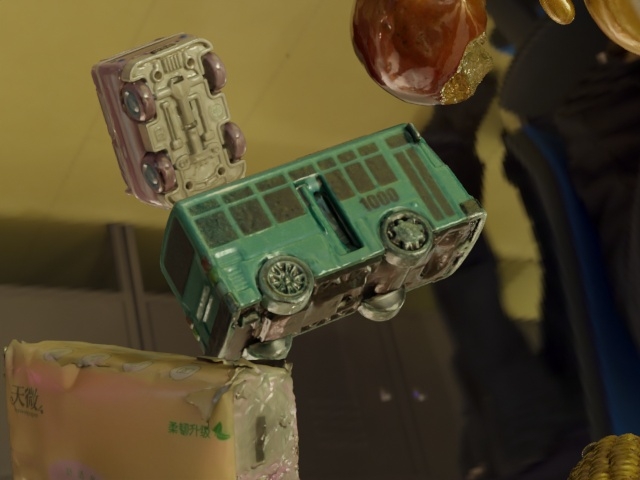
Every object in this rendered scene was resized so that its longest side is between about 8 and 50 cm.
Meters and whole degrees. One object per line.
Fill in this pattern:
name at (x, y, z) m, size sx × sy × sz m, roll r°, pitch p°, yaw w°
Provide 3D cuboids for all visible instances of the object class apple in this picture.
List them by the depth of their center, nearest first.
apple at (0.100, -0.224, 1.434) m, size 0.147 × 0.156 × 0.158 m, roll 2°, pitch 142°, yaw 11°

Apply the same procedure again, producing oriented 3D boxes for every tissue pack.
tissue pack at (-0.135, 0.188, 1.157) m, size 0.256 × 0.215 × 0.123 m, roll 2°, pitch -172°, yaw 37°

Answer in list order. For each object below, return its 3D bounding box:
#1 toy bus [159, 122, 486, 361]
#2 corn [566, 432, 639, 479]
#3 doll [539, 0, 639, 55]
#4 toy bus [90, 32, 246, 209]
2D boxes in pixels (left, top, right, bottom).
toy bus at (0.000, 0.000, 1.237) m, size 0.256 × 0.147 × 0.128 m, roll -21°, pitch 157°, yaw -25°
corn at (0.197, 0.211, 0.910) m, size 0.115 × 0.115 × 0.318 m, roll -23°, pitch -175°, yaw 15°
doll at (0.343, -0.275, 1.386) m, size 0.269 × 0.162 × 0.167 m, roll -25°, pitch 150°, yaw -57°
toy bus at (-0.190, -0.150, 1.795) m, size 0.142 × 0.202 × 0.142 m, roll -27°, pitch -157°, yaw -31°
